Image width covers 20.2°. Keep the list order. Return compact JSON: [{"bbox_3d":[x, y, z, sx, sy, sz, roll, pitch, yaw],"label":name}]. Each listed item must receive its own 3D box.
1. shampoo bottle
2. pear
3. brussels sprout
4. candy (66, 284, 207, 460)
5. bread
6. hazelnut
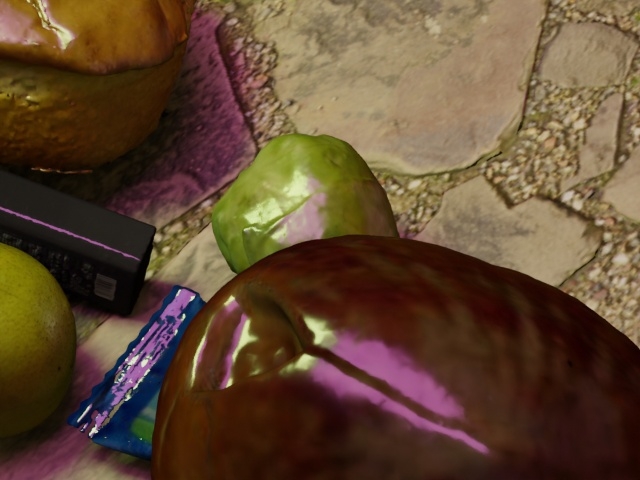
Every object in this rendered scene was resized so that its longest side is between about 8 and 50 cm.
[{"bbox_3d":[-0.319,-0.021,1.767,0.309,0.098,0.071,20,56,0],"label":"shampoo bottle"},{"bbox_3d":[-0.323,0.094,1.683,0.198,0.198,0.198,-5,51,6],"label":"pear"},{"bbox_3d":[0.000,0.000,1.697,0.161,0.223,0.223,-41,47,21],"label":"brussels sprout"},{"bbox_3d":[-0.048,0.165,1.647,0.331,0.077,0.187,23,61,23],"label":"candy"},{"bbox_3d":[-0.326,-0.243,1.866,0.398,0.215,0.398,9,34,-6],"label":"bread"},{"bbox_3d":[0.071,0.195,1.391,0.429,0.402,0.402,30,55,-10],"label":"hazelnut"}]
